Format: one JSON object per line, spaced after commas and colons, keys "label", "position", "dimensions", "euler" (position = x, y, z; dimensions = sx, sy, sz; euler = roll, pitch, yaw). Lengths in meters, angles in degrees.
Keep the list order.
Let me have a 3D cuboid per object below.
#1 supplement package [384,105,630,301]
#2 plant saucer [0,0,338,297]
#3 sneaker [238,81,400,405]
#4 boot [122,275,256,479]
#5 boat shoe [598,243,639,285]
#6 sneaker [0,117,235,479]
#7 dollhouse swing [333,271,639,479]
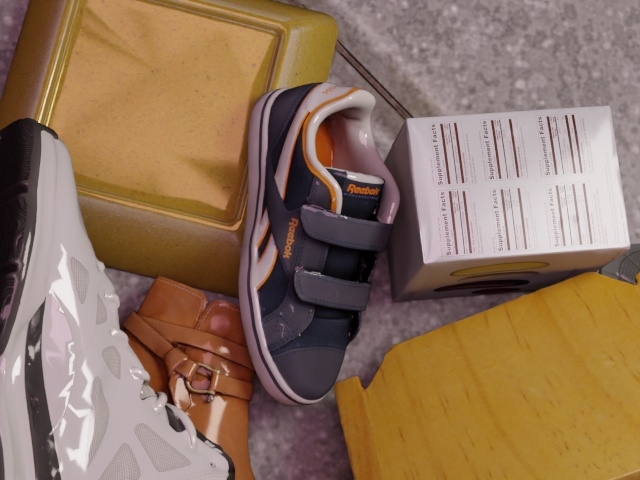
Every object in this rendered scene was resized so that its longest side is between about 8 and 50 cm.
{"label": "supplement package", "position": [0.178, -0.033, 1.514], "dimensions": [0.203, 0.194, 0.149], "euler": [-4, 77, -7]}
{"label": "plant saucer", "position": [-0.169, -0.135, 1.560], "dimensions": [0.333, 0.081, 0.332], "euler": [13, 75, -3]}
{"label": "sneaker", "position": [0.000, 0.000, 1.468], "dimensions": [0.126, 0.127, 0.321], "euler": [4, 81, -49]}
{"label": "boot", "position": [-0.098, 0.180, 1.495], "dimensions": [0.283, 0.109, 0.220], "euler": [25, 72, 7]}
{"label": "boat shoe", "position": [0.433, 0.077, 1.577], "dimensions": [0.320, 0.103, 0.118], "euler": [5, 58, -11]}
{"label": "sneaker", "position": [-0.215, 0.123, 1.362], "dimensions": [0.257, 0.169, 0.447], "euler": [17, 62, -40]}
{"label": "dollhouse swing", "position": [0.245, 0.269, 1.480], "dimensions": [0.347, 0.305, 0.315], "euler": [-22, 43, 7]}
